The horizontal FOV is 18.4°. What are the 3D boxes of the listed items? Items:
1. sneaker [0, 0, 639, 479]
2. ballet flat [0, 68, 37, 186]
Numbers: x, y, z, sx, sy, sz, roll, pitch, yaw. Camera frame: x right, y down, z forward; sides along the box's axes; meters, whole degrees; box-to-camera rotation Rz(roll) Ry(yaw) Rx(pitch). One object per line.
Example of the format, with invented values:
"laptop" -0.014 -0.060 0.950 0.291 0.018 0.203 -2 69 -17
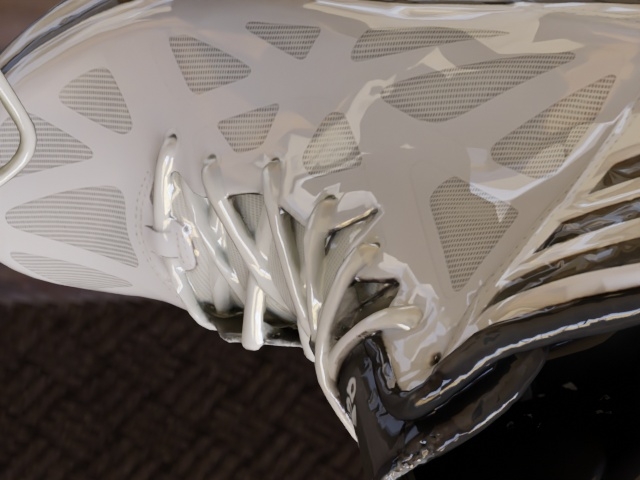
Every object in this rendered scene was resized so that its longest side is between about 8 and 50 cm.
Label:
"sneaker" 0.000 -0.001 0.781 0.448 0.169 0.257 -6 36 27
"ballet flat" -0.128 -0.096 0.686 0.139 0.139 0.400 39 88 12
